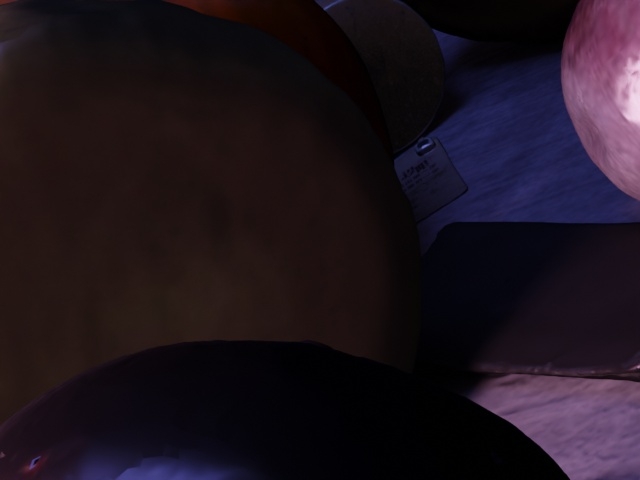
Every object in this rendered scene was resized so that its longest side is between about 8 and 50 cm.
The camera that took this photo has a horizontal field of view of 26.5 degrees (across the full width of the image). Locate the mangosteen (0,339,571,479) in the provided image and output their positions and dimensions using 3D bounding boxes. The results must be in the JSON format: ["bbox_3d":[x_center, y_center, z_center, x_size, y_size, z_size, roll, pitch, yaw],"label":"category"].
[{"bbox_3d":[-0.031,0.185,0.479,0.275,0.275,0.302,-9,60,51],"label":"mangosteen"}]

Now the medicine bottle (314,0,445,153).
[{"bbox_3d":[0.001,-0.181,1.371,0.151,0.151,0.322,-37,19,-5],"label":"medicine bottle"}]

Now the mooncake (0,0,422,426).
[{"bbox_3d":[-0.124,0.040,0.771,0.356,0.356,0.194,-44,26,-23],"label":"mooncake"}]

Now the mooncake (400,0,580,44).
[{"bbox_3d":[0.149,-0.371,1.216,0.246,0.393,0.394,-47,7,-30],"label":"mooncake"}]

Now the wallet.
[{"bbox_3d":[0.137,0.034,0.843,0.146,0.030,0.285,-43,22,-29],"label":"wallet"}]

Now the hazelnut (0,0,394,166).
[{"bbox_3d":[-0.136,-0.063,1.035,0.366,0.365,0.366,-30,20,12],"label":"hazelnut"}]

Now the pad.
[{"bbox_3d":[0.000,0.000,1.170,0.265,0.009,0.159,-33,20,6],"label":"pad"}]

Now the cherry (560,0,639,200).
[{"bbox_3d":[0.244,-0.111,0.780,0.213,0.183,0.266,-18,1,7],"label":"cherry"}]
